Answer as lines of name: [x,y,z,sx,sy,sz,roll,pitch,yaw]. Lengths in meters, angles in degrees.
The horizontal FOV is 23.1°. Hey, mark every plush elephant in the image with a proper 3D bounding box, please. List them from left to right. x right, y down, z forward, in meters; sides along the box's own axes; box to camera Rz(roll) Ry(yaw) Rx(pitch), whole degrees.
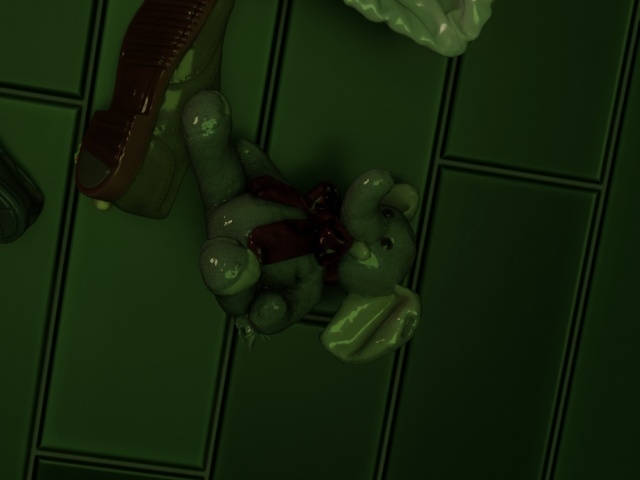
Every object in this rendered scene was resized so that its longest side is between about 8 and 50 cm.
plush elephant: [0.000,0.000,1.843,0.255,0.272,0.330,-12,141,2]

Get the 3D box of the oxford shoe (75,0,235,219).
oxford shoe: [-0.170,-0.192,1.886,0.130,0.123,0.348,29,86,-40]

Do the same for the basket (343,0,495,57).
basket: [0.092,-0.439,1.758,0.328,0.266,0.331,28,109,-11]

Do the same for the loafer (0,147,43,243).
loafer: [-0.440,-0.114,1.883,0.096,0.084,0.267,-35,99,31]

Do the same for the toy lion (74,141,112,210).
toy lion: [-0.249,-0.088,1.924,0.100,0.034,0.096,-10,92,-5]
